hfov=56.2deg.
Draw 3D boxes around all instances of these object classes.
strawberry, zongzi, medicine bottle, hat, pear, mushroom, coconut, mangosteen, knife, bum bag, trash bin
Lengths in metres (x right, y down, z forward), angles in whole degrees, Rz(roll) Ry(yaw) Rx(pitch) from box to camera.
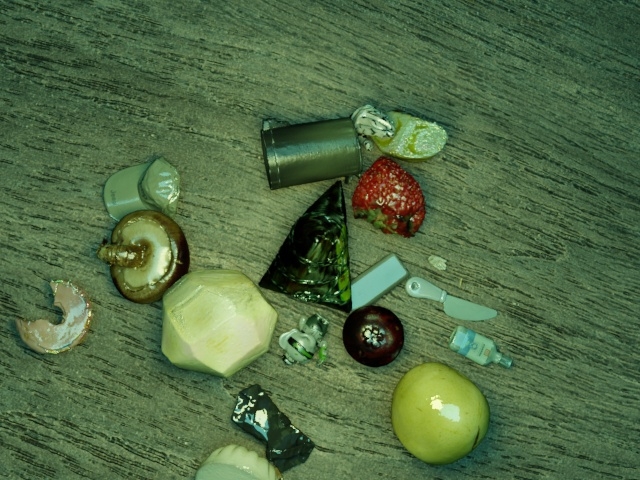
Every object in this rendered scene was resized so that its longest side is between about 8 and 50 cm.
[{"bbox_3d":[0.230,-0.146,1.934,0.261,0.261,0.257,30,79,0],"label":"strawberry"},{"bbox_3d":[0.000,0.000,1.886,0.319,0.383,0.362,17,45,5],"label":"zongzi"},{"bbox_3d":[0.530,0.361,1.984,0.208,0.054,0.090,26,81,-1],"label":"medicine bottle"},{"bbox_3d":[-0.574,-0.161,1.931,0.244,0.149,0.214,-16,83,-18],"label":"hat"},{"bbox_3d":[0.356,0.527,1.830,0.309,0.309,0.309,1,82,-5],"label":"pear"},{"bbox_3d":[-0.552,0.051,1.887,0.278,0.163,0.297,5,82,-13],"label":"mushroom"},{"bbox_3d":[-0.318,0.245,1.802,0.352,0.352,0.352,1,82,-5],"label":"coconut"},{"bbox_3d":[0.166,0.300,1.888,0.210,0.210,0.210,1,82,-5],"label":"mangosteen"},{"bbox_3d":[0.436,0.212,2.010,0.331,0.044,0.080,23,80,-5],"label":"knife"},{"bbox_3d":[-0.156,0.592,1.881,0.310,0.074,0.137,47,69,-3],"label":"bum bag"},{"bbox_3d":[-0.032,-0.289,1.953,0.301,0.203,0.252,-10,104,-7],"label":"trash bin"}]

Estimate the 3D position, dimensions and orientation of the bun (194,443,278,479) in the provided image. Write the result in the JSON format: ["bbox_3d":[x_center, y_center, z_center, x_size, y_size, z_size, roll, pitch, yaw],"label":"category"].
[{"bbox_3d":[-0.233,0.709,1.820,0.263,0.175,0.263,7,119,13],"label":"bun"}]

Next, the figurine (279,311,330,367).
[{"bbox_3d":[-0.049,0.320,1.911,0.147,0.126,0.192,39,92,-18],"label":"figurine"}]

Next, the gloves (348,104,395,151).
[{"bbox_3d":[0.158,-0.375,1.964,0.127,0.212,0.111,-41,112,-4],"label":"gloves"}]

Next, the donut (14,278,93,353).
[{"bbox_3d":[-0.812,0.247,1.870,0.199,0.085,0.233,42,80,3],"label":"donut"}]

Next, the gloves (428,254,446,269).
[{"bbox_3d":[0.394,0.070,2.022,0.081,0.037,0.044,43,117,-13],"label":"gloves"}]

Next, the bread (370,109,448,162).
[{"bbox_3d":[0.300,-0.328,2.004,0.156,0.260,0.158,27,90,-43],"label":"bread"}]

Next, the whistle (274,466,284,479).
[{"bbox_3d":[-0.105,0.815,1.866,0.107,0.057,0.220,-25,80,-14],"label":"whistle"}]

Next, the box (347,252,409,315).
[{"bbox_3d":[0.169,0.147,1.984,0.243,0.055,0.103,-34,86,-9],"label":"box"}]
